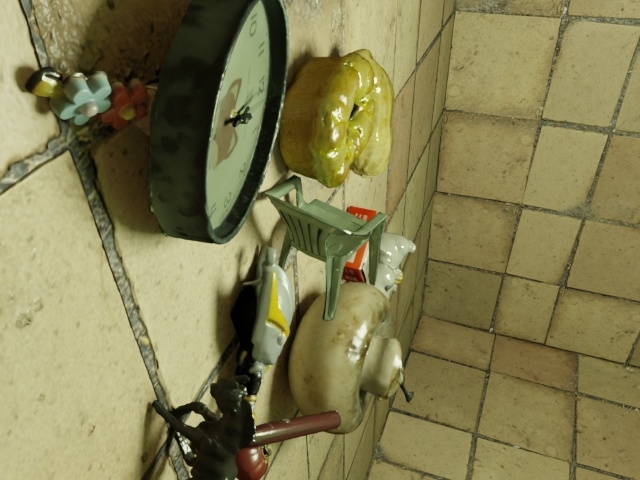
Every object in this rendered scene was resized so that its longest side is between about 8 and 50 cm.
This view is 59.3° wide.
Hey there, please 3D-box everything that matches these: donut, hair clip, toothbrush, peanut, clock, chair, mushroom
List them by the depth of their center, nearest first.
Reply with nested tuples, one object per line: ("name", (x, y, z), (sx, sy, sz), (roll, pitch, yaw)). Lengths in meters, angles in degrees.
("hair clip", (-0.196, -0.139, 0.572), (0.062, 0.056, 0.214), (-46, 175, 22))
("clock", (-0.113, -0.152, 0.691), (0.325, 0.067, 0.325), (15, 90, -85))
("toothbrush", (-0.089, 0.356, 1.044), (0.363, 0.040, 0.041), (8, 94, -47))
("chair", (0.000, 0.000, 1.044), (0.190, 0.203, 0.275), (-46, 150, -40))
("donut", (0.017, -0.234, 1.049), (0.261, 0.128, 0.209), (-60, 154, -45))
("peanut", (0.095, -0.278, 1.255), (0.147, 0.146, 0.306), (-59, 155, -46))
("mushroom", (0.088, 0.282, 1.331), (0.362, 0.294, 0.363), (12, 90, -71))

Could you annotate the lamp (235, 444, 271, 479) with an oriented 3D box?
("lamp", (-0.137, 0.403, 1.054), (0.101, 0.090, 0.101), (-22, 90, -87))

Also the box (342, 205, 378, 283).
("box", (0.107, 0.014, 1.543), (0.133, 0.099, 0.182), (69, 37, -63))

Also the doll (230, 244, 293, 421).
("doll", (-0.108, 0.164, 0.976), (0.145, 0.103, 0.317), (-33, 138, -72))

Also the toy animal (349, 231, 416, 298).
("toy animal", (0.164, 0.106, 1.715), (0.325, 0.154, 0.208), (-52, 178, -11))

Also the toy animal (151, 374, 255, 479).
("toy animal", (-0.165, 0.299, 0.797), (0.084, 0.148, 0.233), (-13, 114, -70))
